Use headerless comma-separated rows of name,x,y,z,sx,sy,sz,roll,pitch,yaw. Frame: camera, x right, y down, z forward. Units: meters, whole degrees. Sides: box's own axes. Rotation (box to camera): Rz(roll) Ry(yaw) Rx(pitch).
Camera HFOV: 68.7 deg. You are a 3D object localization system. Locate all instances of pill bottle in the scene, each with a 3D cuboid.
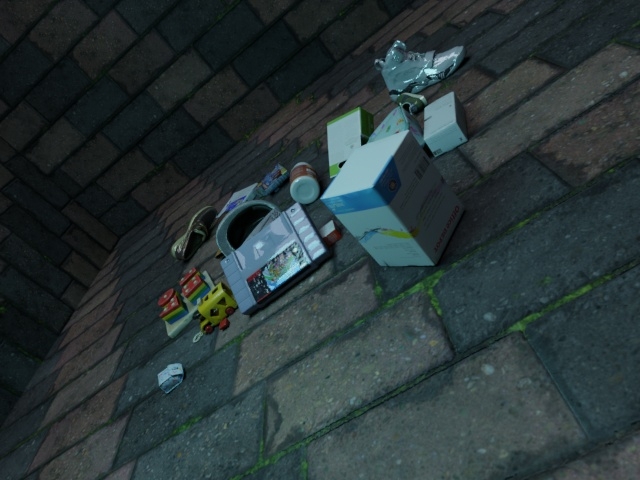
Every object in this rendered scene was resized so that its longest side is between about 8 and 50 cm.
pill bottle,-0.068,-0.247,1.948,0.121,0.121,0.216,-35,27,14

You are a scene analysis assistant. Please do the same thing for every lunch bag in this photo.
lunch bag,0.244,-0.324,1.607,0.224,0.108,0.279,-46,20,27
lunch bag,-0.492,0.448,1.547,0.083,0.053,0.071,-36,26,-8

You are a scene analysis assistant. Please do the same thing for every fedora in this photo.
fedora,-0.252,-0.022,1.797,0.275,0.243,0.124,-48,-14,-11

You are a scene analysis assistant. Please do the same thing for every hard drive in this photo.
hard drive,-0.180,0.024,1.669,0.172,0.054,0.255,32,77,24

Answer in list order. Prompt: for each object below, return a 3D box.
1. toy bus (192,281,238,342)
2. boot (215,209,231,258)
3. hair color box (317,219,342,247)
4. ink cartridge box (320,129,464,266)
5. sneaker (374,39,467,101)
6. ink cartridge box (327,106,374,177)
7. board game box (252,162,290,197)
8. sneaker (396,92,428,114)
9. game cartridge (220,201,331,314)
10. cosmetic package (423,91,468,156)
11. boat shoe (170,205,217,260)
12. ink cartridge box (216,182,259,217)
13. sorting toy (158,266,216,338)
toy bus,-0.391,0.242,1.663,0.191,0.104,0.202,-19,33,40
boot,-0.423,-0.019,2.175,0.264,0.096,0.280,-16,43,30
hair color box,0.000,0.000,1.558,0.141,0.043,0.072,-35,27,13
ink cartridge box,0.186,-0.092,1.177,0.197,0.270,0.198,-7,42,53
sneaker,0.407,-0.750,1.956,0.366,0.210,0.137,-22,32,36
ink cartridge box,0.127,-0.394,1.953,0.189,0.097,0.255,-16,70,43
board game box,-0.241,-0.283,2.319,0.194,0.060,0.194,-43,26,2
sneaker,0.345,-0.547,1.893,0.086,0.064,0.192,-41,28,-8
game cartridge,-0.155,0.062,1.543,0.355,0.068,0.230,-37,55,12
cosmetic package,0.408,-0.384,1.535,0.117,0.085,0.231,-27,28,30
boat shoe,-0.632,-0.035,2.439,0.123,0.123,0.342,10,55,42
ink cartridge box,-0.431,-0.201,2.476,0.208,0.045,0.206,-14,37,43
sorting toy,-0.561,0.237,1.928,0.255,0.089,0.257,-45,26,-6
